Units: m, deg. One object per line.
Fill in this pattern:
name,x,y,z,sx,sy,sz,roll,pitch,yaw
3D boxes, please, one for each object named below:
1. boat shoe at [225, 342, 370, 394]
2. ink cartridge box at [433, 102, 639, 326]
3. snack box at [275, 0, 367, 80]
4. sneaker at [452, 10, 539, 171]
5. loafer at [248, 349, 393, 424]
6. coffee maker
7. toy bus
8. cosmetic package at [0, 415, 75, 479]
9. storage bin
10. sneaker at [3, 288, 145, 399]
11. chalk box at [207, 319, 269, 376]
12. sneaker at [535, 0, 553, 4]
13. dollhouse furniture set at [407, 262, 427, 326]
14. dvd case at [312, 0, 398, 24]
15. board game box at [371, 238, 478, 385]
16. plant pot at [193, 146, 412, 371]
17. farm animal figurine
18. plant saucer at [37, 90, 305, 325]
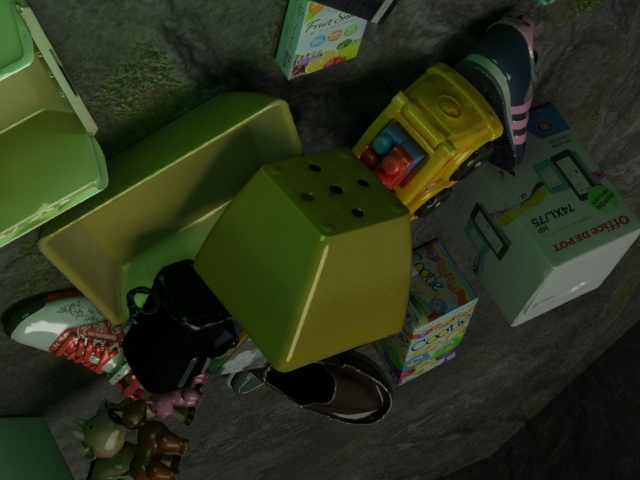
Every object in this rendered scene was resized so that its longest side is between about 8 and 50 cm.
boat shoe,-0.022,0.204,2.339,0.319,0.099,0.116,-31,160,-2
ink cartridge box,0.345,-0.041,2.083,0.198,0.270,0.197,-22,156,-25
snack box,0.007,-0.256,1.486,0.100,0.037,0.141,-24,155,-25
sneaker,0.274,-0.209,1.847,0.131,0.112,0.319,-52,162,-12
loafer,-0.006,0.257,2.250,0.366,0.130,0.134,27,112,-35
coffee maker,-0.202,0.113,1.705,0.171,0.120,0.178,7,140,-24
toy bus,0.107,-0.107,1.723,0.211,0.149,0.220,-34,168,-51
cosmetic package,-0.597,0.389,1.879,0.230,0.161,0.453,-41,157,20
storage bin,-0.356,-0.096,1.224,0.260,0.123,0.262,-30,158,-6
sneaker,-0.304,0.150,1.784,0.090,0.145,0.270,-44,155,26
chalk box,-0.098,0.090,1.958,0.132,0.132,0.213,-3,143,-49
sneaker,0.330,-0.382,1.648,0.076,0.065,0.166,-34,169,-45
dollhouse furniture set,0.157,0.074,2.234,0.058,0.152,0.076,-34,174,10
dvd case,0.042,-0.323,1.363,0.221,0.018,0.164,7,125,-50
board game box,0.184,0.141,2.424,0.142,0.144,0.275,-25,157,-16
plant pot,-0.006,0.005,1.614,0.212,0.212,0.187,-16,140,-36
farm animal figurine,-0.298,0.321,1.956,0.330,0.172,0.327,-88,-164,-76
plant saucer,-0.178,-0.051,1.616,0.333,0.081,0.333,-31,159,-4
